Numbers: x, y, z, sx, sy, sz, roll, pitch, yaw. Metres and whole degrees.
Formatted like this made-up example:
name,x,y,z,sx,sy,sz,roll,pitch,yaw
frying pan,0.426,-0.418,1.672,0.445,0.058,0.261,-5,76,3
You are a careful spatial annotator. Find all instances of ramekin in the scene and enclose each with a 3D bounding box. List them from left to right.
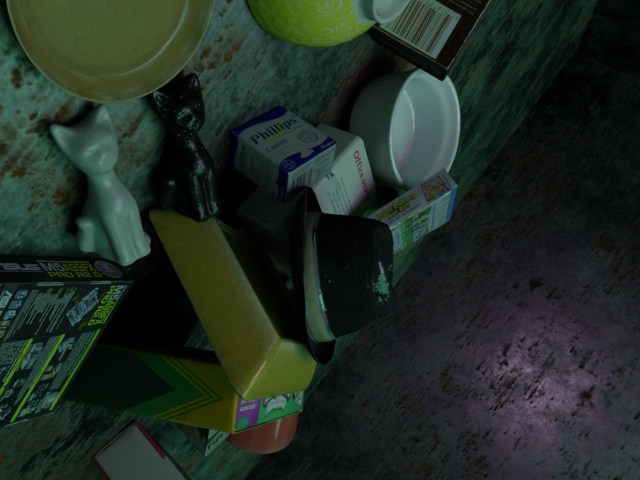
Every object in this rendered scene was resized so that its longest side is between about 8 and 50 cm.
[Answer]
name,x,y,z,sx,sy,sz,roll,pitch,yaw
ramekin,0.190,-0.249,1.097,0.277,0.135,0.277,-15,112,-42

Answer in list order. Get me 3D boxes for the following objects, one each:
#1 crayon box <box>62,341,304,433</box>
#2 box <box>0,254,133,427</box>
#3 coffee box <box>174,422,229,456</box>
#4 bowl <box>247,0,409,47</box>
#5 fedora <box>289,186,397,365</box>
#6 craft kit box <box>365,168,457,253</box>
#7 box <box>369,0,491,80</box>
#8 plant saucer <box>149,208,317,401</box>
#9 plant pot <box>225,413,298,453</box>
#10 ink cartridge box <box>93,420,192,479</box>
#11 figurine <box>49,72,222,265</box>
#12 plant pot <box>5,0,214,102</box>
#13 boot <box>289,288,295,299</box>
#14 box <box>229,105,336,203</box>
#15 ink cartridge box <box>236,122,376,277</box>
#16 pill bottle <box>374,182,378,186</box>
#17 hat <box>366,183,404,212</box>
name,x,y,z,sx,sy,sz,roll,pitch,yaw
crayon box,-0.224,0.269,0.918,0.363,0.313,0.106,42,55,-70
box,-0.417,0.147,0.668,0.270,0.060,0.216,-56,161,10
coffee box,-0.309,0.449,1.291,0.098,0.141,0.247,-34,153,-41
bowl,0.049,-0.387,0.663,0.289,0.156,0.289,-45,159,-23
fedora,0.054,0.061,0.841,0.334,0.152,0.334,-5,90,-80
craft kit box,0.189,-0.036,1.107,0.246,0.061,0.250,-34,162,1
box,0.200,-0.411,0.866,0.167,0.168,0.203,-60,177,17
plant saucer,-0.118,0.100,0.839,0.081,0.333,0.333,-34,161,4
plant pot,-0.172,0.452,1.463,0.275,0.274,0.243,-19,131,-57
ink cartridge box,-0.413,0.612,1.212,0.131,0.226,0.306,-41,158,-25
figurine,-0.236,-0.098,0.643,0.215,0.092,0.210,-36,146,-37
plant pot,-0.207,-0.258,0.496,0.236,0.032,0.236,-45,159,-23
boot,-0.014,0.121,1.380,0.260,0.131,0.348,-32,-148,29
box,-0.065,-0.151,0.829,0.126,0.137,0.072,-38,154,-35
ink cartridge box,-0.017,-0.077,1.013,0.273,0.114,0.198,-49,145,-19
pill bottle,0.150,-0.215,1.243,0.180,0.108,0.108,-40,157,-32
hat,0.149,-0.198,1.391,0.208,0.184,0.173,4,152,-20
